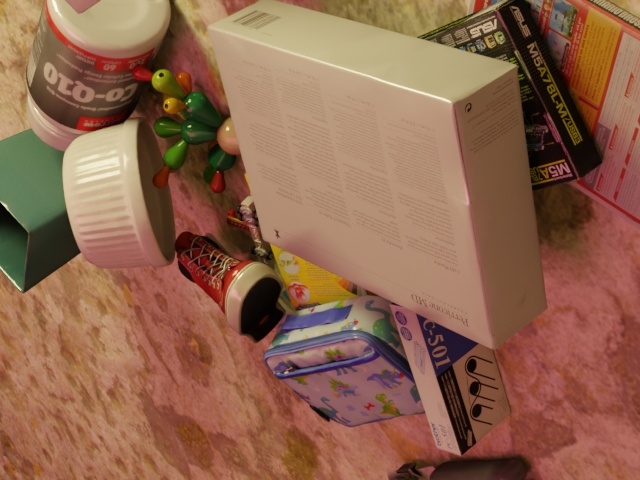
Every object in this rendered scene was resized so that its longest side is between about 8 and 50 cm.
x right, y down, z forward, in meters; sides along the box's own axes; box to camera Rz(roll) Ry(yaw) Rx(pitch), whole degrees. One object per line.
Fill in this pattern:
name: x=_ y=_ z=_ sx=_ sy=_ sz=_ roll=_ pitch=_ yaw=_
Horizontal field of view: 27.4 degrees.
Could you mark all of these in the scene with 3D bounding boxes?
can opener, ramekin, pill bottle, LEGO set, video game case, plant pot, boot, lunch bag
can opener: x=0.165 y=0.341 z=1.734 sx=0.283 sy=0.095 sz=0.076 roll=-19 pitch=103 yaw=57
ramekin: x=-0.274 y=-0.058 z=1.786 sx=0.207 sy=0.109 sz=0.207 roll=-10 pitch=-90 yaw=-87
pill bottle: x=-0.311 y=-0.244 z=1.784 sx=0.161 sy=0.161 sz=0.283 roll=50 pitch=147 yaw=9
LEGO set: x=-0.067 y=0.026 z=1.831 sx=0.182 sy=0.060 sz=0.244 roll=45 pitch=150 yaw=-6
video game case: x=0.252 y=-0.141 z=1.259 sx=0.285 sy=0.025 sz=0.204 roll=37 pitch=144 yaw=27
plant pot: x=-0.398 y=-0.073 z=1.981 sx=0.165 sy=0.234 sz=0.166 roll=46 pitch=145 yaw=17
boot: x=-0.137 y=0.042 z=1.753 sx=0.176 sy=0.088 sz=0.244 roll=43 pitch=169 yaw=11
lunch bag: x=0.045 y=0.152 z=1.664 sx=0.219 sy=0.090 sz=0.176 roll=-15 pitch=129 yaw=46

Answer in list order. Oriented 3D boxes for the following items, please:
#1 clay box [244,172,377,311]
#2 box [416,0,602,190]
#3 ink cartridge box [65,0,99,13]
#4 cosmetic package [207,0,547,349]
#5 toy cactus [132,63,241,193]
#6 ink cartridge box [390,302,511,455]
clay box: x=0.000 y=0.000 z=1.666 sx=0.127 sy=0.053 sz=0.222 roll=-2 pitch=118 yaw=36
box: x=0.167 y=-0.132 z=1.315 sx=0.190 sy=0.045 sz=0.184 roll=-15 pitch=108 yaw=57
ink cartridge box: x=-0.276 y=-0.430 z=1.417 sx=0.223 sy=0.129 sz=0.307 roll=-27 pitch=128 yaw=25
cosmetic package: x=0.056 y=-0.080 z=1.383 sx=0.377 sy=0.097 sz=0.284 roll=25 pitch=136 yaw=44
toy cactus: x=-0.150 y=-0.138 z=1.716 sx=0.180 sy=0.112 sz=0.219 roll=9 pitch=136 yaw=27
ink cartridge box: x=0.157 y=0.143 z=1.567 sx=0.046 sy=0.097 sz=0.207 roll=9 pitch=125 yaw=49
